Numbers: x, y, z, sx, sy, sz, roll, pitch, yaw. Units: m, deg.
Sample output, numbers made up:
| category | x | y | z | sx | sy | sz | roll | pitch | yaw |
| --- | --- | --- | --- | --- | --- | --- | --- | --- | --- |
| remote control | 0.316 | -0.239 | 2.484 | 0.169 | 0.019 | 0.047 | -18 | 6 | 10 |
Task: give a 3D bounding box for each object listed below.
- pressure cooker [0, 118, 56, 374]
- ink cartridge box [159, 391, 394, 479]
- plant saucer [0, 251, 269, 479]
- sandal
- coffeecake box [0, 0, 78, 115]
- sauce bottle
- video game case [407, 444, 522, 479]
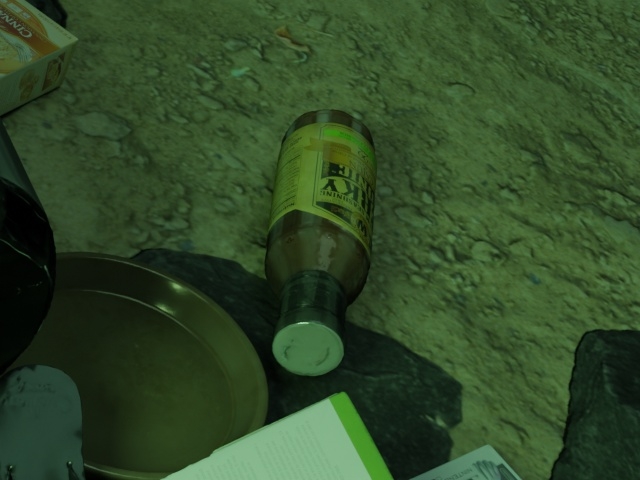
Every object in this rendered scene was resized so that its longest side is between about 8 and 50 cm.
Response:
| category | x | y | z | sx | sy | sz | roll | pitch | yaw |
| --- | --- | --- | --- | --- | --- | --- | --- | --- | --- |
| pressure cooker | -0.430 | -0.071 | 1.210 | 0.420 | 0.370 | 0.375 | 62 | 15 | 24 |
| ink cartridge box | -0.050 | 0.265 | 1.308 | 0.255 | 0.097 | 0.189 | -24 | 53 | -7 |
| plant saucer | -0.181 | 0.118 | 1.439 | 0.278 | 0.041 | 0.278 | 16 | 37 | -13 |
| sandal | -0.210 | 0.212 | 1.241 | 0.097 | 0.054 | 0.254 | -7 | 66 | -24 |
| coffeecake box | -0.371 | -0.197 | 1.684 | 0.142 | 0.068 | 0.185 | 36 | 38 | 12 |
| sauce bottle | 0.000 | 0.000 | 1.641 | 0.111 | 0.111 | 0.344 | 18 | 38 | -11 |
| video game case | 0.158 | 0.281 | 1.465 | 0.173 | 0.022 | 0.190 | -16 | 54 | -43 |
